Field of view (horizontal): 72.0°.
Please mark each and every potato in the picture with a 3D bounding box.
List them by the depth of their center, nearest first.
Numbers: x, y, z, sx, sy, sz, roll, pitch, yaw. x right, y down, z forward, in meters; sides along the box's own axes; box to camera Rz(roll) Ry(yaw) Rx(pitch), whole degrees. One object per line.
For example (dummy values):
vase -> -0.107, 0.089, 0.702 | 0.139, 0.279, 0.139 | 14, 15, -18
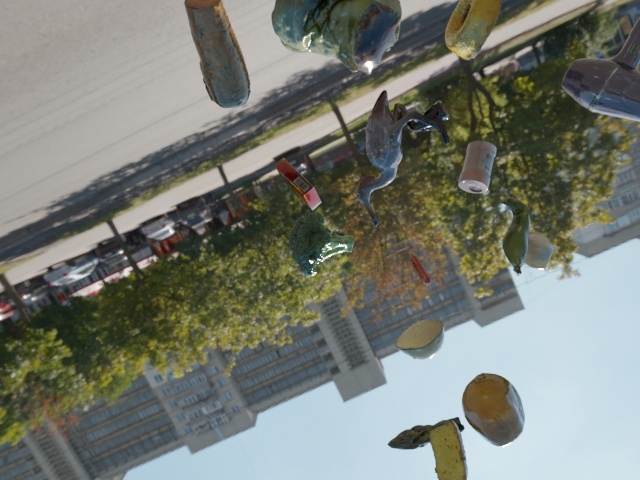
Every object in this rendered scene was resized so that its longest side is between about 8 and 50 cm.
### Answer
potato -> 0.415, 0.415, 1.765 | 0.202, 0.117, 0.182 | -35, -161, -21

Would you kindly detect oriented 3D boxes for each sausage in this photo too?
sausage -> 0.357, 0.109, 1.559 | 0.034, 0.034, 0.130 | -24, -136, 1

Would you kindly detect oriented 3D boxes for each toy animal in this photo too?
toy animal -> 0.158, -0.210, 1.049 | 0.324, 0.195, 0.090 | -50, 174, 24

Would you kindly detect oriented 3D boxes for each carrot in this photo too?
carrot -> -0.279, -0.521, 1.234 | 0.138, 0.302, 0.139 | -2, -132, 2

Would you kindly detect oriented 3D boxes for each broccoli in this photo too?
broccoli -> 0.000, 0.000, 1.781 | 0.269, 0.269, 0.254 | -31, 160, -38

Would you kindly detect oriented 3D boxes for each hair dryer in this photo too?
hair dryer -> 0.767, -0.437, 0.977 | 0.121, 0.301, 0.362 | -10, 130, -52

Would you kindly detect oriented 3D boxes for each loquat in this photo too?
loquat -> 0.529, 0.518, 1.349 | 0.175, 0.234, 0.187 | -16, -160, 48

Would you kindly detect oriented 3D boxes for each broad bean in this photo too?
broad bean -> 0.509, -0.016, 1.145 | 0.070, 0.214, 0.048 | 1, 157, 12

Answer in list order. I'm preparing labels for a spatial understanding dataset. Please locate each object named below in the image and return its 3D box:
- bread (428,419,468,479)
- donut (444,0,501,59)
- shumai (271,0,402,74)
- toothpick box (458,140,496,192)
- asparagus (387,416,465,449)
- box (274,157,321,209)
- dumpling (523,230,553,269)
bread -> 0.413, 0.682, 1.416 | 0.103, 0.188, 0.065 | -22, 152, 23
donut -> 0.349, -0.513, 1.027 | 0.065, 0.162, 0.178 | 15, -158, -8
shumai -> 0.076, -0.525, 1.054 | 0.309, 0.263, 0.304 | -44, 172, 25
toothpick box -> 0.529, -0.247, 1.486 | 0.098, 0.098, 0.149 | -10, -121, 60
asparagus -> 0.368, 0.683, 1.547 | 0.287, 0.080, 0.080 | -25, -172, 16
box -> -0.079, -0.194, 1.522 | 0.048, 0.175, 0.112 | -41, 151, -5
dumpling -> 0.688, 0.021, 1.448 | 0.188, 0.127, 0.108 | -71, -174, -46
